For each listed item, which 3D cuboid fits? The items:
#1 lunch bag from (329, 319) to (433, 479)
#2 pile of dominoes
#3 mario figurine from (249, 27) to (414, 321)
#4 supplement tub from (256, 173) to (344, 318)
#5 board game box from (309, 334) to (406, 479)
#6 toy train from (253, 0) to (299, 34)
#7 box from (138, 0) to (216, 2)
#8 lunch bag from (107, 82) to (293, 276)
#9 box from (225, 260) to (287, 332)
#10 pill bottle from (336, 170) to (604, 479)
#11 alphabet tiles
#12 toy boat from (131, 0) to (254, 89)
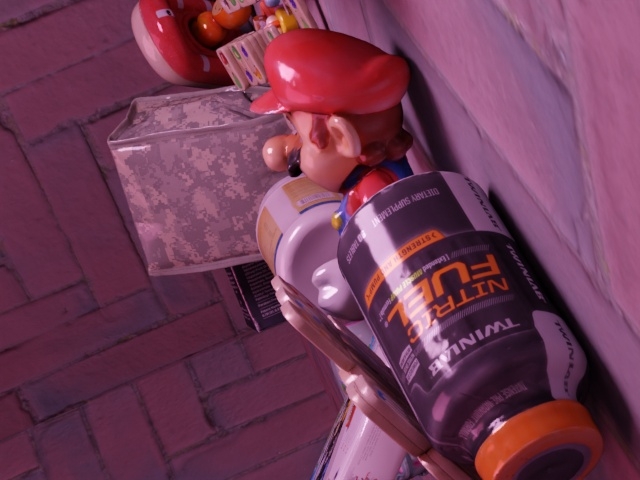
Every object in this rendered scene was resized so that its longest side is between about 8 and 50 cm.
[{"bbox_3d":[0.096,0.216,1.998,0.279,0.108,0.224,90,157,-76],"label":"lunch bag"},{"bbox_3d":[-0.050,-0.203,1.706,0.196,0.040,0.251,60,164,-11],"label":"pile of dominoes"},{"bbox_3d":[0.026,-0.030,1.310,0.320,0.170,0.198,65,164,-10],"label":"mario figurine"},{"bbox_3d":[0.000,0.000,1.854,0.199,0.144,0.144,-125,13,-68],"label":"supplement tub"},{"bbox_3d":[0.054,0.180,1.486,0.053,0.305,0.193,24,177,-4],"label":"board game box"},{"bbox_3d":[-0.064,-0.286,1.769,0.166,0.046,0.125,78,168,-47],"label":"toy train"},{"bbox_3d":[-0.227,-0.405,2.416,0.184,0.103,0.261,-64,-47,-77],"label":"box"},{"bbox_3d":[-0.128,-0.094,2.161,0.169,0.287,0.235,-69,-31,-57],"label":"lunch bag"},{"bbox_3d":[-0.091,-0.029,2.466,0.343,0.179,0.312,169,77,-84],"label":"box"},{"bbox_3d":[0.114,0.074,1.106,0.130,0.130,0.245,74,171,-51],"label":"pill bottle"},{"bbox_3d":[0.065,0.137,1.234,0.278,0.021,0.284,42,-177,-10],"label":"alphabet tiles"},{"bbox_3d":[-0.161,-0.314,2.211,0.231,0.151,0.151,0,-122,-49],"label":"toy boat"}]
